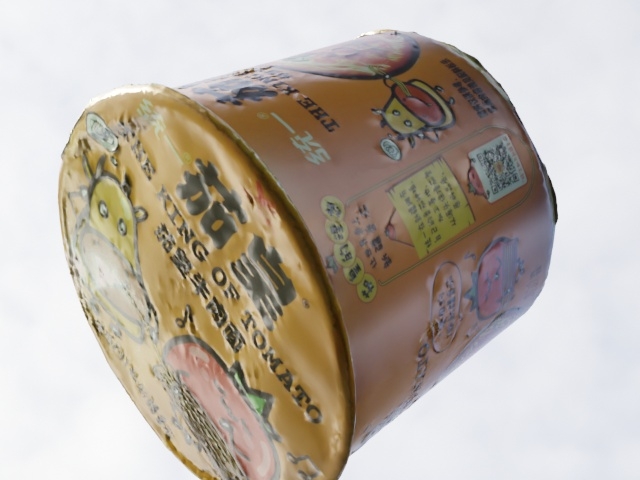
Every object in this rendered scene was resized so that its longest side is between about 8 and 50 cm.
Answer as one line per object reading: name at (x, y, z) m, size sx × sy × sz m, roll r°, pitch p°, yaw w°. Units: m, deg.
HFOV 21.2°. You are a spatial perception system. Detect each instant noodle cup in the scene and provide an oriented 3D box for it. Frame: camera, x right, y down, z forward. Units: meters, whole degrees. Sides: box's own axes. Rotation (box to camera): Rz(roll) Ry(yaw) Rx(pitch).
instant noodle cup at (0.000, 0.000, 0.836) m, size 0.216 × 0.172 × 0.216 m, roll 30°, pitch -46°, yaw 38°
